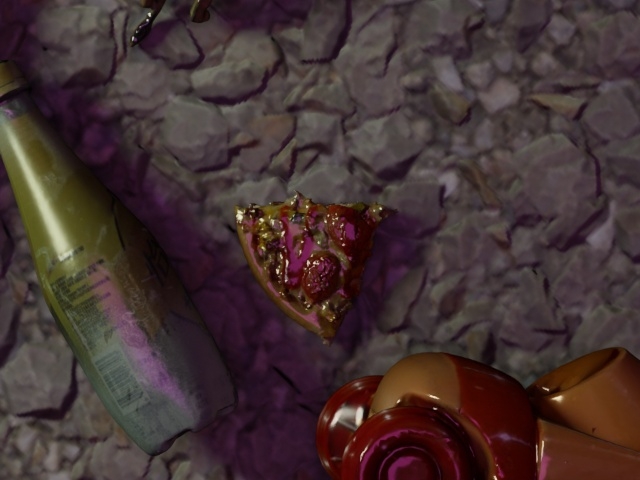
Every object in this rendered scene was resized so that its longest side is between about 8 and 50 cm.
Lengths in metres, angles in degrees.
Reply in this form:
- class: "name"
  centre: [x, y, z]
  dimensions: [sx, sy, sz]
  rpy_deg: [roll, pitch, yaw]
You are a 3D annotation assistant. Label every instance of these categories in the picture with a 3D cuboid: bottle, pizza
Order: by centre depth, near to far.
- class: "bottle"
  centre: [-0.146, 0.007, 1.210]
  dimensions: [0.083, 0.083, 0.270]
  rpy_deg: [-29, 87, 3]
- class: "pizza"
  centre: [-0.015, 0.005, 1.230]
  dimensions: [0.099, 0.029, 0.100]
  rpy_deg: [25, 93, 2]

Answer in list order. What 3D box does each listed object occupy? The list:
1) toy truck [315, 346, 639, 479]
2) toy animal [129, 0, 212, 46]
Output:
- class: "toy truck"
  centre: [0.114, 0.188, 1.159]
  dimensions: [0.239, 0.189, 0.265]
  rpy_deg: [9, 93, -7]
- class: "toy animal"
  centre: [-0.059, -0.209, 1.207]
  dimensions: [0.069, 0.086, 0.220]
  rpy_deg: [39, 111, 3]
